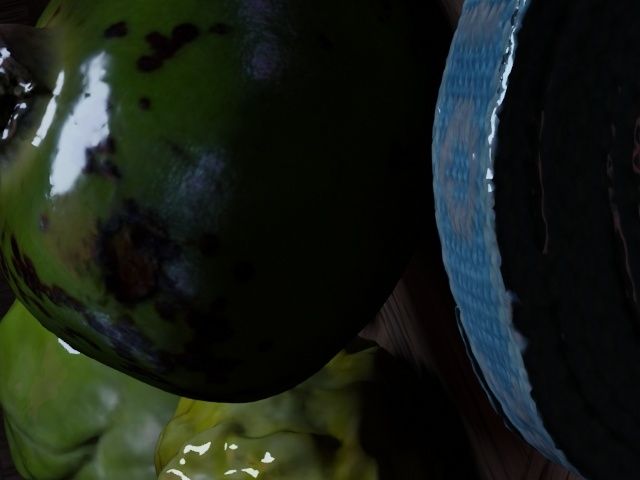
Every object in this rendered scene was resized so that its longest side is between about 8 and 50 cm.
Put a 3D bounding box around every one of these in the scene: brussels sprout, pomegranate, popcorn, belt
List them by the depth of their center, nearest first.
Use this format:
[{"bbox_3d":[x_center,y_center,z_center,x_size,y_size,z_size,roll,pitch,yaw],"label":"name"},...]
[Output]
[{"bbox_3d":[0.098,-0.012,0.410,0.082,0.148,0.163,-145,72,-75],"label":"belt"},{"bbox_3d":[-0.067,-0.043,0.825,0.254,0.271,0.254,-29,55,53],"label":"pomegranate"},{"bbox_3d":[-0.017,0.178,0.973,0.233,0.192,0.266,87,-178,-60],"label":"popcorn"},{"bbox_3d":[-0.134,0.100,1.285,0.273,0.243,0.316,-110,14,-65],"label":"brussels sprout"}]
